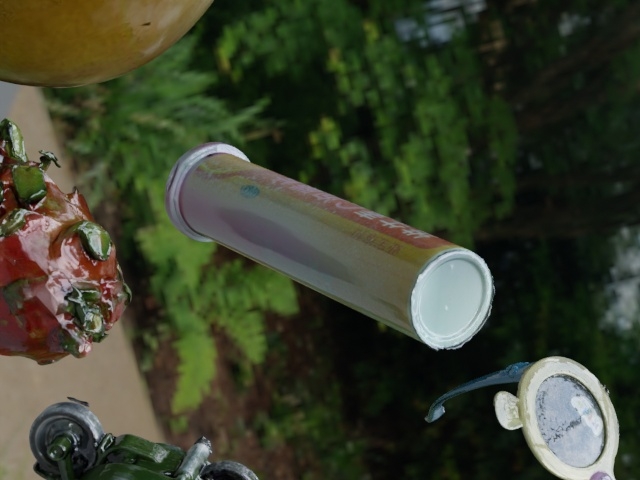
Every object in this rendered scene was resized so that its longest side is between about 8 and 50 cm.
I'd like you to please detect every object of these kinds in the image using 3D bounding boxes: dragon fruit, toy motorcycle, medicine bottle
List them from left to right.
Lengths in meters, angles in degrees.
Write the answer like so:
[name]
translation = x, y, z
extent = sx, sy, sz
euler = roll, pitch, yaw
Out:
[dragon fruit]
translation = -0.298, -0.006, 1.634
extent = 0.198, 0.200, 0.269
euler = -17, 103, -47
[toy motorcycle]
translation = -0.169, 0.263, 1.538
extent = 0.205, 0.275, 0.127
euler = -55, 162, -69
[medicine bottle]
translation = 0.000, 0.000, 1.569
extent = 0.426, 0.108, 0.108
euler = 24, -41, 52

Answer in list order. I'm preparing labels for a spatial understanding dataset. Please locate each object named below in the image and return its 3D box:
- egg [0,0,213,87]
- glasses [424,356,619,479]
[egg]
translation = -0.178, -0.265, 0.980
extent = 0.282, 0.282, 0.351
euler = -91, 171, -63
[glasses]
translation = 0.161, 0.167, 1.166
extent = 0.190, 0.088, 0.220
euler = 64, -13, -6
